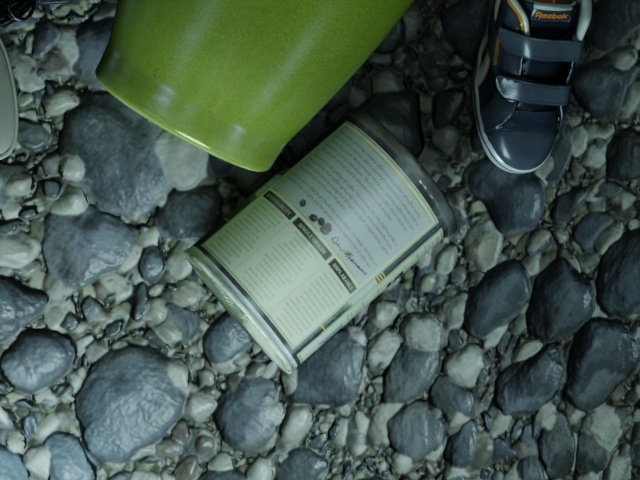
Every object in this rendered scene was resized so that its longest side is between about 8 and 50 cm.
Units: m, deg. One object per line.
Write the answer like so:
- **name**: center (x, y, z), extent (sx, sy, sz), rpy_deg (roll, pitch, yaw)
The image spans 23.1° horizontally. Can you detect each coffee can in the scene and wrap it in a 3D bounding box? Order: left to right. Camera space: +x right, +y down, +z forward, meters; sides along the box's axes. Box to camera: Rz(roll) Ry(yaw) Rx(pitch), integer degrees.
- **coffee can**: center (0.000, 0.000, 1.924), extent (0.275, 0.201, 0.201), rpy_deg (-41, 103, -9)

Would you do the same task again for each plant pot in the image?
- **plant pot**: center (-0.082, -0.285, 1.829), extent (0.366, 0.366, 0.353), rpy_deg (29, 99, -15)

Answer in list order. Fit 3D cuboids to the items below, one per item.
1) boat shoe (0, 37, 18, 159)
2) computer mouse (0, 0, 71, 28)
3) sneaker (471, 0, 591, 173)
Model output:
- **boat shoe**: center (-0.458, -0.248, 1.850), extent (0.112, 0.095, 0.335), rpy_deg (-36, 110, -48)
- **computer mouse**: center (-0.400, -0.385, 1.838), extent (0.188, 0.072, 0.272), rpy_deg (-36, 107, -47)
- **sneaker**: center (0.272, -0.244, 2.019), extent (0.126, 0.127, 0.321), rpy_deg (-1, 96, -16)
